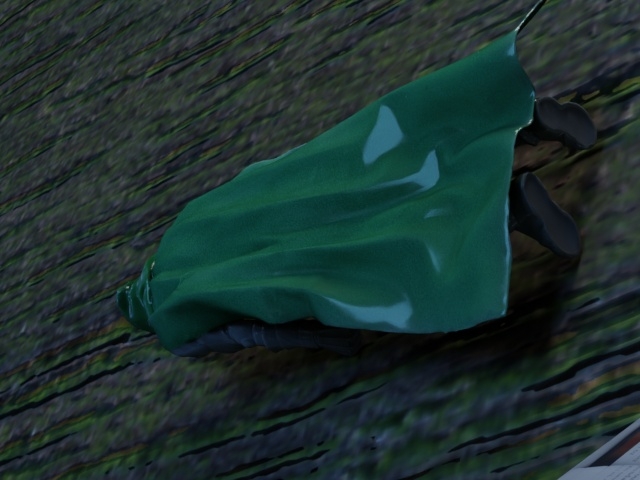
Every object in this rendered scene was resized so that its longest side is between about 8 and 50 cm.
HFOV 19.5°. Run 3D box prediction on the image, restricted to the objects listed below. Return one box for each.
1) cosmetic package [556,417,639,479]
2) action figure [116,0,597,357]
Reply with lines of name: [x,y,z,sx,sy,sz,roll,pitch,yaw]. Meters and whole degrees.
cosmetic package: [0.108,0.061,0.382,0.239,0.060,0.099,-31,18,-30]
action figure: [0.000,0.000,0.732,0.232,0.063,0.137,-18,45,42]
